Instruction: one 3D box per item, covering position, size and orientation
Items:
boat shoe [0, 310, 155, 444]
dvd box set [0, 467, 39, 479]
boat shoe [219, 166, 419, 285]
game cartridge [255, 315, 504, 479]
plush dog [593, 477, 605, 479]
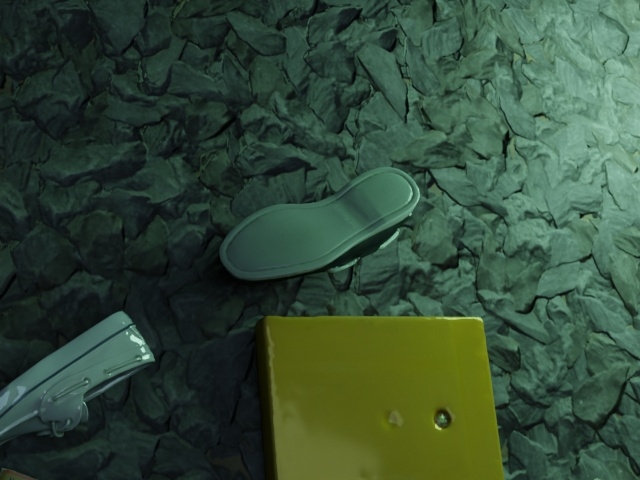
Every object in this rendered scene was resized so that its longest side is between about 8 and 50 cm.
[{"bbox_3d":[-0.300,0.180,1.304,0.258,0.095,0.084,-37,85,-28],"label":"boat shoe"},{"bbox_3d":[-0.281,0.495,1.219,0.307,0.062,0.421,23,64,-14],"label":"dvd box set"},{"bbox_3d":[0.000,0.000,1.502,0.302,0.091,0.114,-19,60,-26],"label":"boat shoe"},{"bbox_3d":[0.080,0.239,1.480,0.323,0.052,0.285,2,71,-20],"label":"game cartridge"},{"bbox_3d":[0.463,0.452,1.505,0.262,0.210,0.226,5,96,-20],"label":"plush dog"}]
